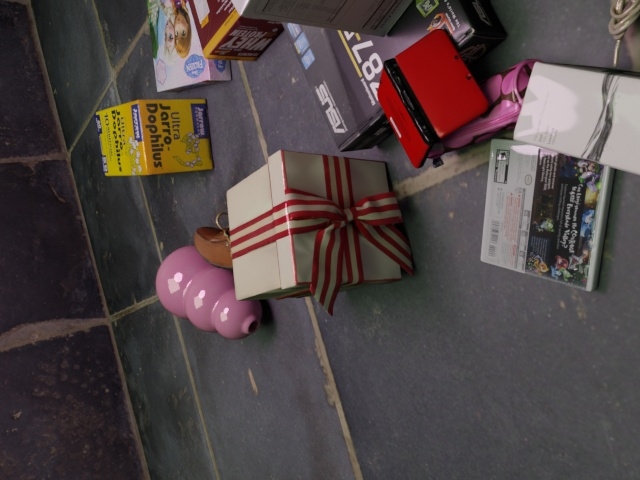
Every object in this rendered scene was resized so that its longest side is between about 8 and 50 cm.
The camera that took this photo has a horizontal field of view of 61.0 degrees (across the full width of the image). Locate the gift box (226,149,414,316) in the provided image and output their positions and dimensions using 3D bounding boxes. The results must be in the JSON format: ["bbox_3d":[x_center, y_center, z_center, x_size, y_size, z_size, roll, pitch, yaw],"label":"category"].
[{"bbox_3d":[0.000,0.000,0.983,0.258,0.255,0.276,-23,76,54],"label":"gift box"}]

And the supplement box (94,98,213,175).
[{"bbox_3d":[-0.483,-0.287,1.551,0.357,0.195,0.194,7,105,50],"label":"supplement box"}]

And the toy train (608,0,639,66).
[{"bbox_3d":[0.319,-0.314,0.556,0.105,0.144,0.247,28,115,45],"label":"toy train"}]

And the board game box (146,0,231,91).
[{"bbox_3d":[-0.351,-0.561,1.412,0.319,0.066,0.317,9,107,50],"label":"board game box"}]

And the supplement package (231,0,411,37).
[{"bbox_3d":[0.006,-0.413,0.691,0.198,0.263,0.199,-45,65,43],"label":"supplement package"}]

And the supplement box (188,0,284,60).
[{"bbox_3d":[-0.175,-0.515,1.151,0.191,0.129,0.194,-24,81,51],"label":"supplement box"}]

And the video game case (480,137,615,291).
[{"bbox_3d":[0.310,-0.042,0.760,0.173,0.022,0.190,19,113,48],"label":"video game case"}]

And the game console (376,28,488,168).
[{"bbox_3d":[0.152,-0.197,0.770,0.124,0.085,0.143,98,150,-69],"label":"game console"}]

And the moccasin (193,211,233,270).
[{"bbox_3d":[-0.174,0.003,1.288,0.380,0.139,0.146,14,110,49],"label":"moccasin"}]

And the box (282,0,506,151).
[{"bbox_3d":[0.076,-0.395,0.891,0.318,0.097,0.394,-34,74,49],"label":"box"}]

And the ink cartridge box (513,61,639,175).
[{"bbox_3d":[0.347,-0.126,0.574,0.219,0.160,0.092,31,122,43],"label":"ink cartridge box"}]

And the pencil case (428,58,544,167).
[{"bbox_3d":[0.223,-0.176,0.769,0.209,0.098,0.095,-17,106,53],"label":"pencil case"}]

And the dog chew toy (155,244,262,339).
[{"bbox_3d":[-0.282,0.146,1.429,0.332,0.207,0.206,30,122,34],"label":"dog chew toy"}]
